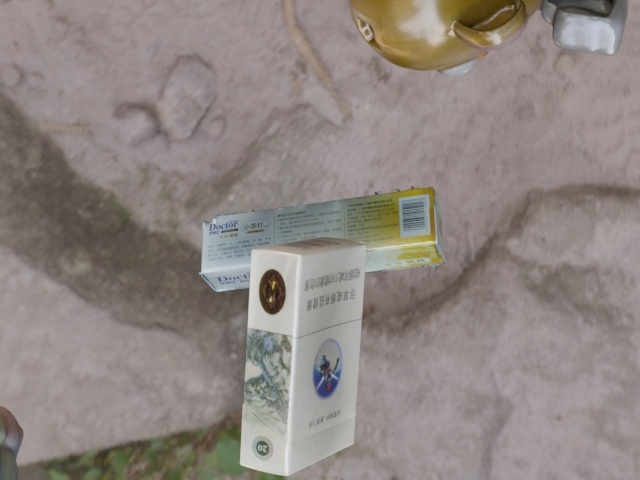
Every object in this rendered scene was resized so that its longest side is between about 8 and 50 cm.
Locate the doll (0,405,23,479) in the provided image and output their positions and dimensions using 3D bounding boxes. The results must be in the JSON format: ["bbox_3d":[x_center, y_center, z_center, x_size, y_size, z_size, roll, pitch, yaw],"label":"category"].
[{"bbox_3d":[-0.150,0.079,0.403,0.099,0.135,0.241,41,158,5],"label":"doll"}]

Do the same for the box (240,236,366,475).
[{"bbox_3d":[-0.018,0.131,1.459,0.069,0.164,0.256,8,98,29],"label":"box"}]

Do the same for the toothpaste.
[{"bbox_3d":[0.000,0.000,1.586,0.313,0.089,0.071,-7,155,13],"label":"toothpaste"}]

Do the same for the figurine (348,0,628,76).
[{"bbox_3d":[0.152,-0.250,1.063,0.285,0.342,0.167,-33,110,-19],"label":"figurine"}]
